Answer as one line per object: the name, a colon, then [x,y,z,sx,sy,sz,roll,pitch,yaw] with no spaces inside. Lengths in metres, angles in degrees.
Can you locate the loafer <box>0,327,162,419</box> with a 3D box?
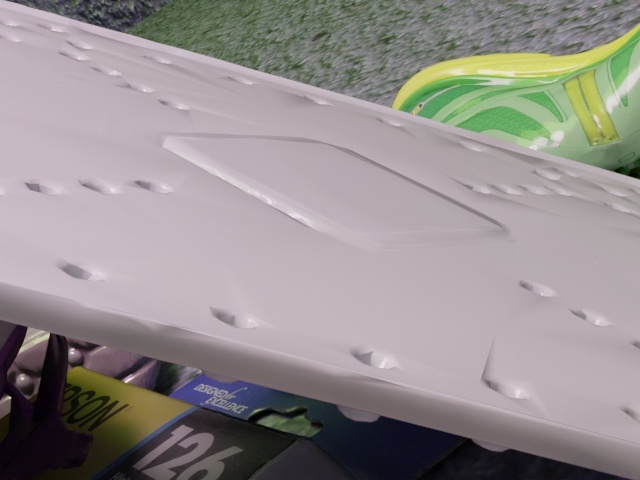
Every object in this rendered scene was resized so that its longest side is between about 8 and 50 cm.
loafer: [-0.253,0.121,0.963,0.319,0.112,0.111,-21,12,3]

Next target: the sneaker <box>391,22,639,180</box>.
sneaker: [0.167,-0.056,0.826,0.295,0.109,0.123,-12,50,37]

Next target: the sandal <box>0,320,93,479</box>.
sandal: [-0.163,0.092,0.666,0.169,0.102,0.416,-56,6,-7]

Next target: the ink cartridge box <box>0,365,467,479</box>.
ink cartridge box: [-0.117,0.140,0.736,0.307,0.072,0.303,-39,18,-23]

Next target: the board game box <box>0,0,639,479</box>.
board game box: [0.000,0.000,0.551,0.390,0.050,0.390,15,16,-7]
